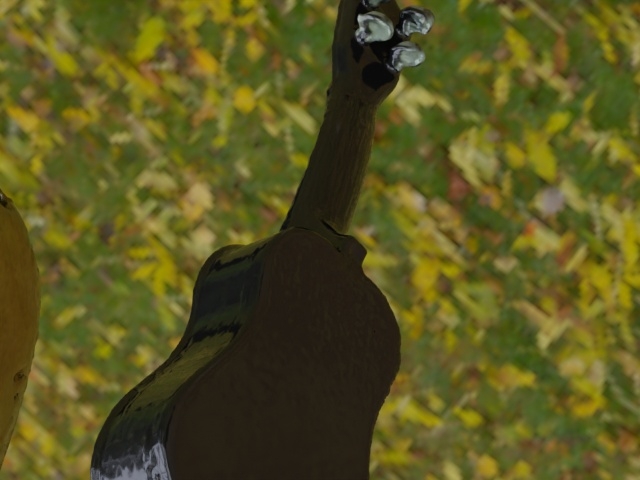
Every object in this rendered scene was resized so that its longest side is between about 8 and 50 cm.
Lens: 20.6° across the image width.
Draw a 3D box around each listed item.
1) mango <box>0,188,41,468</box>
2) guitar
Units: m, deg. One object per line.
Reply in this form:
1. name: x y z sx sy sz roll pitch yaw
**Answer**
1. mango: -0.207 0.085 0.843 0.156 0.151 0.249 35 107 49
2. guitar: 0.002 -0.001 0.572 0.038 0.271 0.084 -24 124 38
